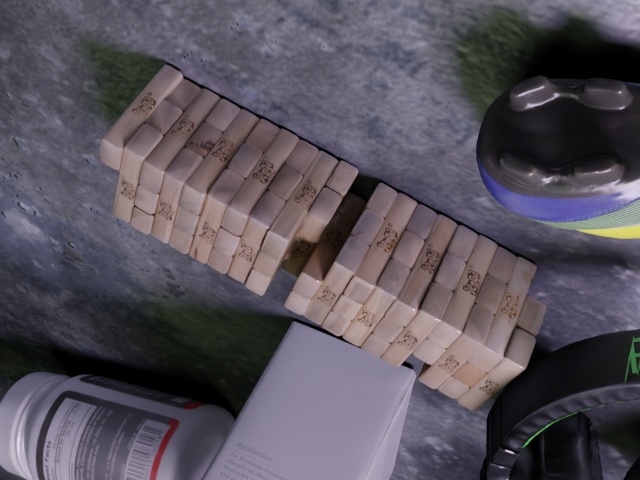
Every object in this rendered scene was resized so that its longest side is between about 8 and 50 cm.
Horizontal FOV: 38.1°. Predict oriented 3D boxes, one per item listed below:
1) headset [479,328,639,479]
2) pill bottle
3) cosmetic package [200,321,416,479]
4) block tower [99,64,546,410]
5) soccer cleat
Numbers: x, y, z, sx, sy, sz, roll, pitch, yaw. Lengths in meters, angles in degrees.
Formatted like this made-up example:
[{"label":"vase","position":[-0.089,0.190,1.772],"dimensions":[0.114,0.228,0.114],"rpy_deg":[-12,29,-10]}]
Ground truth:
[{"label":"headset","position":[0.240,0.193,0.748],"dimensions":[0.243,0.185,0.394],"rpy_deg":[11,134,0]},{"label":"pill bottle","position":[-0.254,0.256,1.143],"dimensions":[0.283,0.161,0.161],"rpy_deg":[8,140,28]},{"label":"cosmetic package","position":[-0.019,0.242,0.903],"dimensions":[0.138,0.224,0.224],"rpy_deg":[22,145,14]},{"label":"block tower","position":[0.000,0.000,0.702],"dimensions":[0.335,0.091,0.097],"rpy_deg":[30,145,1]},{"label":"soccer cleat","position":[0.233,-0.036,0.519],"dimensions":[0.289,0.093,0.121],"rpy_deg":[10,172,18]}]
